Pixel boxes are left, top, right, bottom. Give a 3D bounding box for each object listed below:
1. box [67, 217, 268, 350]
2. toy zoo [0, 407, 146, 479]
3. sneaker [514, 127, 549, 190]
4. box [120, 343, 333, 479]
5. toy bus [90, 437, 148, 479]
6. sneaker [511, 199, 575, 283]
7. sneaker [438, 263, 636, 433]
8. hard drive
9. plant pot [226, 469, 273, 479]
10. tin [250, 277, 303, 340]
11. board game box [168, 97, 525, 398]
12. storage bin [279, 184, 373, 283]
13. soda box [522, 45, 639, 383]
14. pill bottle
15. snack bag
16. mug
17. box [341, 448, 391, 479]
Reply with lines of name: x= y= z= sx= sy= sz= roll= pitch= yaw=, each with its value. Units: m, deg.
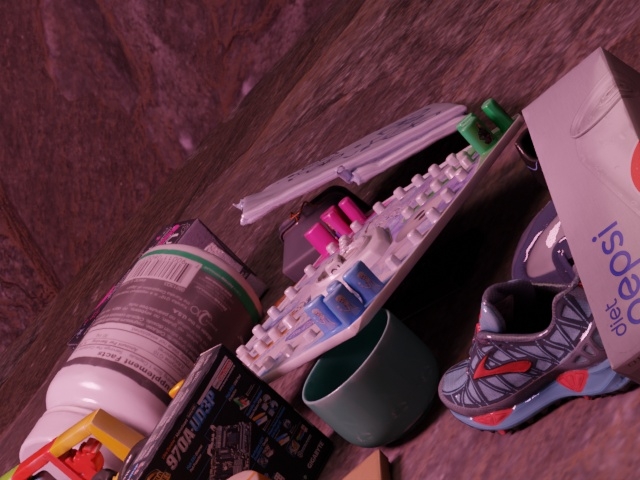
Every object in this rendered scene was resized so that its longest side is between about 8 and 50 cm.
box: x=-0.226 y=0.113 z=2.497 sx=0.247 sy=0.163 sz=0.142 roll=-52 pitch=18 yaw=-20
toy zoo: x=-0.256 y=0.307 z=2.000 sx=0.293 sy=0.192 sz=0.030 roll=-36 pitch=18 yaw=39
sneaker: x=0.292 y=-0.102 z=1.738 sx=0.081 sy=0.090 sz=0.232 roll=-55 pitch=16 yaw=-29
box: x=-0.101 y=0.245 z=1.759 sx=0.051 sy=0.175 sz=0.220 roll=-31 pitch=22 yaw=48
toy bus: x=-0.180 y=0.349 z=1.824 sx=0.220 sy=0.149 sz=0.211 roll=-36 pitch=34 yaw=43
sneaker: x=0.285 y=-0.012 z=1.476 sx=0.319 sy=0.112 sz=0.131 roll=-38 pitch=14 yaw=34
sneaker: x=0.182 y=0.083 z=1.483 sx=0.262 sy=0.125 sz=0.104 roll=-30 pitch=22 yaw=49
hard drive: x=0.128 y=0.045 z=1.950 sx=0.135 sy=0.022 sz=0.094 roll=-33 pitch=20 yaw=44
plant pot: x=-0.029 y=0.298 z=1.383 sx=0.205 sy=0.188 sz=0.205 roll=-43 pitch=15 yaw=14
tin: x=-0.018 y=0.084 z=2.238 sx=0.190 sy=0.040 sz=0.106 roll=-43 pitch=11 yaw=15
board game box: x=0.025 y=0.023 z=1.947 sx=0.390 sy=0.050 sz=0.390 roll=-34 pitch=13 yaw=51
storage bin: x=0.000 y=0.000 z=2.316 sx=0.135 sy=0.098 sz=0.091 roll=-38 pitch=27 yaw=32
soda box: x=0.260 y=-0.018 z=1.364 sx=0.098 sy=0.091 sz=0.286 roll=-39 pitch=45 yaw=29
pill bottle: x=-0.238 y=0.192 z=2.237 sx=0.204 sy=0.204 sz=0.361 roll=-30 pitch=22 yaw=48
snack bag: x=0.039 y=-0.103 z=2.284 sx=0.343 sy=0.037 sz=0.323 roll=-26 pitch=6 yaw=0
mug: x=0.062 y=0.142 z=1.726 sx=0.129 sy=0.097 sz=0.157 roll=-38 pitch=16 yaw=32
box: x=0.007 y=0.304 z=1.604 sx=0.164 sy=0.021 sz=0.201 roll=-43 pitch=15 yaw=15
